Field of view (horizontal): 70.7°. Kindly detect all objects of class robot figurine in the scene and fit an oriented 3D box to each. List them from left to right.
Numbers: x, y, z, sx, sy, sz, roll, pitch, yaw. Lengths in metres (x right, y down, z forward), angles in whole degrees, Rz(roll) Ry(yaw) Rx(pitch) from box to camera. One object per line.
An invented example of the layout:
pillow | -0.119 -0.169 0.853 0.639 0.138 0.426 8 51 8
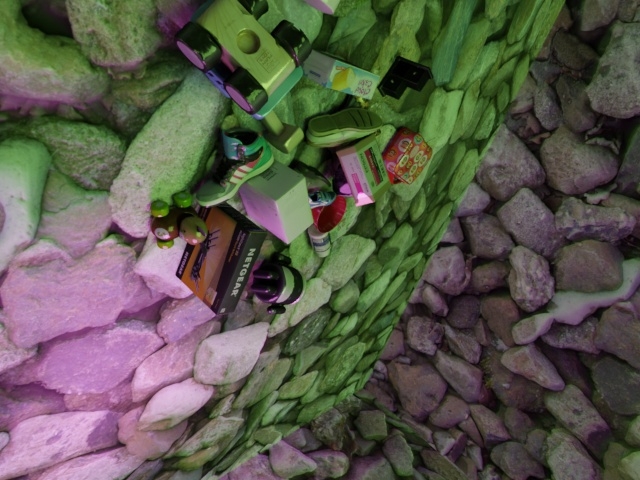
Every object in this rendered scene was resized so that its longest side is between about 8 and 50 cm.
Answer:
robot figurine | -0.176 0.185 1.906 0.209 0.173 0.278 -49 151 12

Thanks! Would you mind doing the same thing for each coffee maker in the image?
coffee maker | 0.135 -0.249 1.874 0.171 0.120 0.178 63 37 -19

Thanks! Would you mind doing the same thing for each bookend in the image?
bookend | 0.342 -0.639 1.824 0.157 0.156 0.072 -56 150 3

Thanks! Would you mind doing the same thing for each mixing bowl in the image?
mixing bowl | 0.015 -0.132 1.926 0.181 0.098 0.181 -36 145 -31

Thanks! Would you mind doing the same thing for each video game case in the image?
video game case | 0.069 -0.056 2.157 0.157 0.019 0.143 -33 144 -33

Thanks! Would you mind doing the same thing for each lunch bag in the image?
lunch bag | 0.418 -0.391 2.216 0.258 0.120 0.293 -58 150 6

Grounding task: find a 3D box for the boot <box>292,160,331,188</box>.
boot | -0.070 -0.212 1.771 0.161 0.083 0.247 -48 154 15

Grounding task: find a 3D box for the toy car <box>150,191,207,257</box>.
toy car | -0.402 -0.027 1.351 0.149 0.188 0.154 -30 142 -36

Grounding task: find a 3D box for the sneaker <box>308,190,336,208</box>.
sneaker | 0.003 -0.169 1.795 0.144 0.053 0.059 -21 155 -24

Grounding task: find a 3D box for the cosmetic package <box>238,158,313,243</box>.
cosmetic package | -0.159 -0.145 1.540 0.138 0.224 0.224 -43 147 -21

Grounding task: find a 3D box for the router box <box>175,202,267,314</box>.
router box | -0.332 0.048 1.474 0.081 0.243 0.308 -1 120 -55

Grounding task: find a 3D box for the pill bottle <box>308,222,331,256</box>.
pill bottle | 0.000 0.000 2.041 0.094 0.094 0.169 -42 148 -22

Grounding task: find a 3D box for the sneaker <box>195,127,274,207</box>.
sneaker | -0.277 -0.242 1.377 0.295 0.124 0.178 -43 148 -21

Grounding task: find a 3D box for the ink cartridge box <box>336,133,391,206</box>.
ink cartridge box | 0.175 -0.278 1.764 0.193 0.088 0.234 -44 118 -50

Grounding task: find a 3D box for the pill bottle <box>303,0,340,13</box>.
pill bottle | 0.043 -0.794 1.241 0.160 0.160 0.282 9 112 -57

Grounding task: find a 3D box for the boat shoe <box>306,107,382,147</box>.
boat shoe | 0.085 -0.420 1.698 0.303 0.113 0.103 -11 156 -20

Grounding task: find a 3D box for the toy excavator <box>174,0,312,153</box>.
toy excavator | -0.178 -0.436 1.259 0.433 0.445 0.222 42 83 -18

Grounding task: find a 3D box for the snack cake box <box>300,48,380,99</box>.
snack cake box | 0.061 -0.559 1.511 0.265 0.152 0.089 -9 127 -51

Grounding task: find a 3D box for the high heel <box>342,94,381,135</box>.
high heel | 0.197 -0.516 1.798 0.261 0.093 0.186 5 122 -46

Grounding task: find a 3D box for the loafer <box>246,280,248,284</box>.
loafer | -0.309 0.109 1.739 0.078 0.076 0.223 13 104 -53
